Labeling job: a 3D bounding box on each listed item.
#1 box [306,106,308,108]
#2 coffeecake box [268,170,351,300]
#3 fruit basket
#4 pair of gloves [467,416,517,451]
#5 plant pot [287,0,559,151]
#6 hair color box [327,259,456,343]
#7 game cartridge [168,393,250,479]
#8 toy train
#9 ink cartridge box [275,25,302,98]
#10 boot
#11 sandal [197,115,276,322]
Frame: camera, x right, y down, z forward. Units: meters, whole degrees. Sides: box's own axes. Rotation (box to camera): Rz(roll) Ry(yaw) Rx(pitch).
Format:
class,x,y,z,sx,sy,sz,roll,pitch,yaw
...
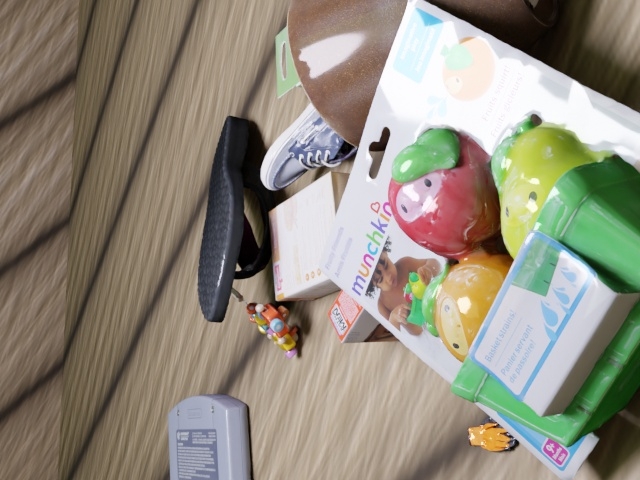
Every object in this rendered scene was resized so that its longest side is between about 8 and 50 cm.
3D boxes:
class,x,y,z,sx,sy,sz,roll,pitch,yaw
box,0.003,-0.166,1.105,0.067,0.018,0.083,-3,85,57
coffeecake box,0.000,0.000,1.051,0.185,0.068,0.142,-27,65,54
fruit basket,0.146,-0.001,0.663,0.353,0.165,0.327,37,125,27
pair of gloves,0.184,0.186,0.795,0.074,0.010,0.083,-17,72,57
plant pot,0.120,-0.231,0.773,0.230,0.215,0.215,-17,73,42
hair color box,0.087,0.052,0.883,0.167,0.093,0.053,-61,40,36
game cartridge,-0.213,0.392,1.383,0.297,0.062,0.198,-23,65,56
toy train,-0.078,0.117,1.152,0.166,0.046,0.125,30,155,56
ink cartridge box,0.010,-0.286,1.061,0.209,0.062,0.109,-19,71,57
boot,-0.008,-0.128,1.040,0.190,0.069,0.086,-52,54,22
sandal,-0.126,-0.053,1.199,0.445,0.107,0.167,-92,22,-47
